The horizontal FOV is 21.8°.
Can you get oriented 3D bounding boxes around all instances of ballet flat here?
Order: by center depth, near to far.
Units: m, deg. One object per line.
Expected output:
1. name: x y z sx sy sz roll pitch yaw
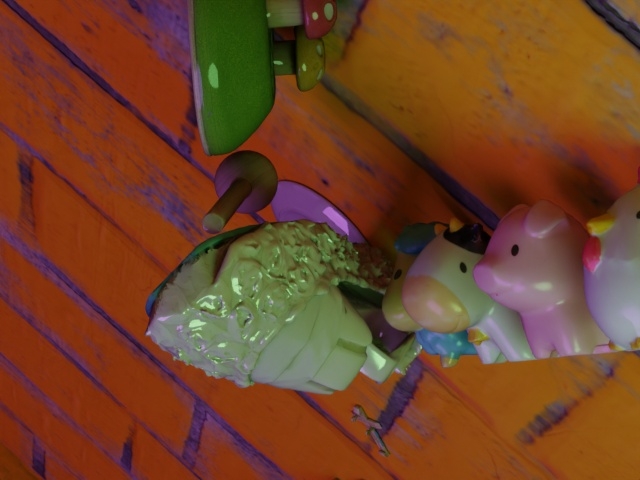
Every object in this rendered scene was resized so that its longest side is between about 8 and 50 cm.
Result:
1. ballet flat: 0.003 0.063 1.370 0.147 0.147 0.409 38 -168 17

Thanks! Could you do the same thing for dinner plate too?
1. dinner plate: 0.000 0.000 1.601 0.141 0.017 0.141 37 158 17

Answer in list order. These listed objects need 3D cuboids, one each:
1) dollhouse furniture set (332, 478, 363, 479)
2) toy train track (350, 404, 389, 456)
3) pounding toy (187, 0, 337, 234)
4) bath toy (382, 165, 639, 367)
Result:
1. dollhouse furniture set: 0.018 0.516 2.025 0.303 0.355 0.174 45 157 0
2. toy train track: 0.056 0.220 1.892 0.048 0.014 0.083 18 146 49
3. pounding toy: -0.039 -0.133 1.293 0.183 0.110 0.237 -84 -10 -82
4. bath toy: 0.167 0.024 1.222 0.348 0.151 0.129 166 101 -65
